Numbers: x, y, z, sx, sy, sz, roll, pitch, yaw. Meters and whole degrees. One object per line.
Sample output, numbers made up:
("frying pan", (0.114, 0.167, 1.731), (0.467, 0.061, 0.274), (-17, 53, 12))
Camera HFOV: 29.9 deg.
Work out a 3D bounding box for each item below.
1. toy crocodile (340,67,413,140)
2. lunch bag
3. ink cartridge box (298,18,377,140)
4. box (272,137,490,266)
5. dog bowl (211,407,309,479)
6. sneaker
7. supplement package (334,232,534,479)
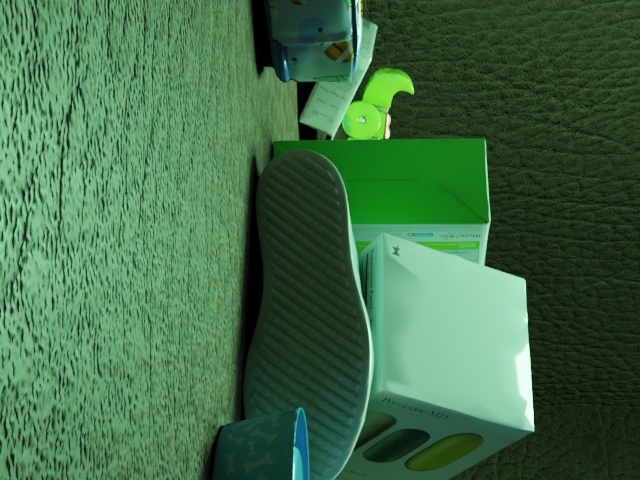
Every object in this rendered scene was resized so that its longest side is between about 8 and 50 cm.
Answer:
("toy crocodile", (0.066, -0.136, 2.061), (0.115, 0.105, 0.341), (-103, -150, -83))
("lunch bag", (-0.011, -0.331, 1.360), (0.243, 0.114, 0.304), (-86, 174, -63))
("ink cartridge box", (0.009, -0.215, 1.907), (0.296, 0.066, 0.261), (-76, -169, -71))
("box", (0.077, -0.015, 1.512), (0.231, 0.261, 0.127), (79, 11, -63))
("dog bowl", (-0.054, 0.294, 1.039), (0.166, 0.074, 0.297), (78, 12, -71))
("sneaker", (-0.005, 0.094, 1.283), (0.150, 0.135, 0.366), (72, 20, -67))
("supplement package", (0.089, 0.158, 1.400), (0.262, 0.199, 0.198), (-44, -145, 49))
